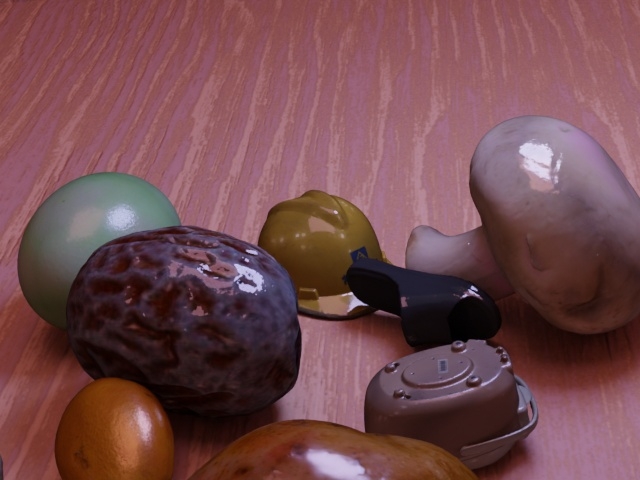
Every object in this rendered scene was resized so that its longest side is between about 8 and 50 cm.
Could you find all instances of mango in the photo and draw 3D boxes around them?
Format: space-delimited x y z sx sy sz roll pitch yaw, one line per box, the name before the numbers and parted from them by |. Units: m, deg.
mango | -0.238 0.257 1.523 0.144 0.112 0.219 -32 46 9

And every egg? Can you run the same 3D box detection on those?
egg | -0.316 0.018 1.863 0.220 0.220 0.269 11 30 29

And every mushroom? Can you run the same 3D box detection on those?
mushroom | 0.309 -0.030 1.767 0.315 0.315 0.356 -20 21 -25

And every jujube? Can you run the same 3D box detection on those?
jujube | -0.163 0.108 1.642 0.308 0.247 0.215 -2 23 29

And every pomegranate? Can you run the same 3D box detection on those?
pomegranate | 0.010 0.326 1.163 0.338 0.338 0.338 -5 28 3

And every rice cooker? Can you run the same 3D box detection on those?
rice cooker | 0.151 0.198 1.540 0.206 0.127 0.145 -16 29 0

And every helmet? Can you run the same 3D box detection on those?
helmet | 0.000 0.000 1.930 0.205 0.140 0.257 -25 31 -31

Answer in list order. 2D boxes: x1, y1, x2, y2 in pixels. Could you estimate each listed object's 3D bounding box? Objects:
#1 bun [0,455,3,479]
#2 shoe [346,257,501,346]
bun | -0.475 0.315 1.368 0.281 0.205 0.281 4 -8 1
shoe | 0.127 0.101 1.757 0.241 0.108 0.093 16 55 33
